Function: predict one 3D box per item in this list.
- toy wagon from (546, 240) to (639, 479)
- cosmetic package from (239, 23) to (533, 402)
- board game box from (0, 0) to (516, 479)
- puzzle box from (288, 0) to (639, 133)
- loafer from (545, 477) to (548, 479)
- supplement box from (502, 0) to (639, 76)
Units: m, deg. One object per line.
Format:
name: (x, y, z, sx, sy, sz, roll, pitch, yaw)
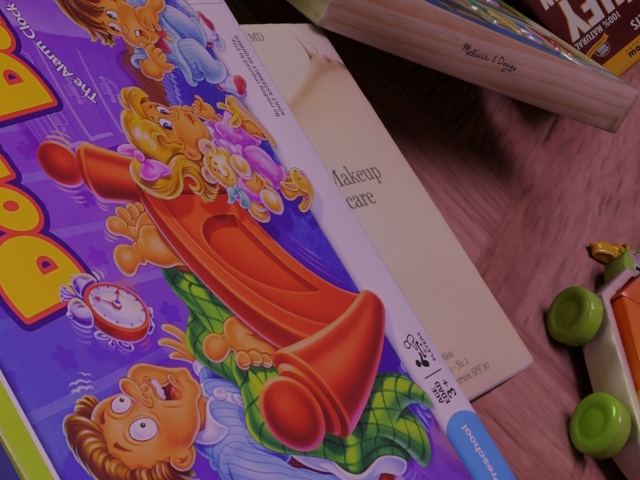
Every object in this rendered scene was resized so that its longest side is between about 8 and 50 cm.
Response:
toy wagon: (0.333, 0.125, 1.136, 0.267, 0.068, 0.344, 25, 42, -31)
cosmetic package: (0.000, 0.000, 0.851, 0.160, 0.113, 0.309, -18, 73, -54)
board game box: (-0.088, 0.000, 0.464, 0.233, 0.078, 0.347, -19, 76, -55)
puzzle box: (0.086, -0.224, 1.105, 0.409, 0.052, 0.272, 11, 25, -43)
loafer: (0.137, 0.249, 0.808, 0.087, 0.094, 0.251, 41, 30, 7)
supplement box: (0.286, -0.271, 1.324, 0.194, 0.129, 0.191, 51, 3, 1)
